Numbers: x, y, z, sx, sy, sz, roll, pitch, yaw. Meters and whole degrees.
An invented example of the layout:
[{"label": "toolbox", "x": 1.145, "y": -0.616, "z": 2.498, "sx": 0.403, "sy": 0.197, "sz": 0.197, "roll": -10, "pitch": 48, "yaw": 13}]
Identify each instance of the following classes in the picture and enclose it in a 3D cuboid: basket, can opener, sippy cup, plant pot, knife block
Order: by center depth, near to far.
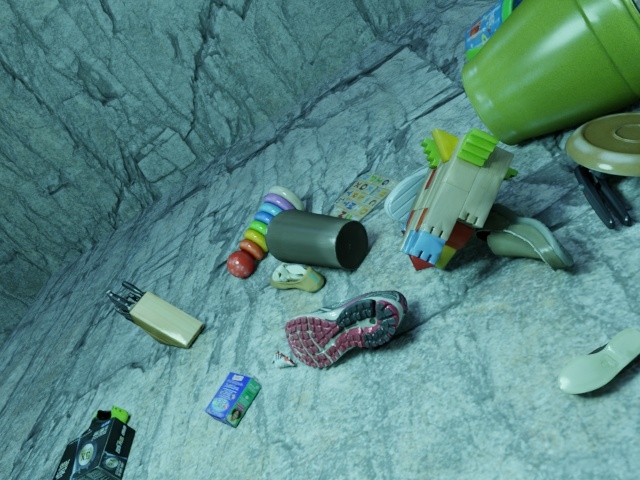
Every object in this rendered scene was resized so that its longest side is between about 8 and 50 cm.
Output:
[{"label": "plant pot", "x": 0.588, "y": -0.189, "z": 0.903, "sx": 0.236, "sy": 0.033, "sz": 0.236, "roll": -9, "pitch": 34, "yaw": 6}, {"label": "can opener", "x": 0.521, "y": -0.089, "z": 0.905, "sx": 0.059, "sy": 0.073, "sz": 0.186, "roll": -15, "pitch": 44, "yaw": 24}, {"label": "plant pot", "x": 0.531, "y": -0.406, "z": 1.098, "sx": 0.352, "sy": 0.366, "sz": 0.367, "roll": -30, "pitch": 27, "yaw": 40}, {"label": "basket", "x": 0.000, "y": 0.000, "z": 1.286, "sx": 0.226, "sy": 0.204, "sz": 0.155, "roll": 8, "pitch": 93, "yaw": 46}, {"label": "sippy cup", "x": 0.580, "y": -0.637, "z": 1.494, "sx": 0.224, "sy": 0.305, "sz": 0.241, "roll": -2, "pitch": 87, "yaw": 63}, {"label": "knife block", "x": -0.523, "y": 0.221, "z": 1.494, "sx": 0.275, "sy": 0.242, "sz": 0.088, "roll": -5, "pitch": 43, "yaw": 47}]

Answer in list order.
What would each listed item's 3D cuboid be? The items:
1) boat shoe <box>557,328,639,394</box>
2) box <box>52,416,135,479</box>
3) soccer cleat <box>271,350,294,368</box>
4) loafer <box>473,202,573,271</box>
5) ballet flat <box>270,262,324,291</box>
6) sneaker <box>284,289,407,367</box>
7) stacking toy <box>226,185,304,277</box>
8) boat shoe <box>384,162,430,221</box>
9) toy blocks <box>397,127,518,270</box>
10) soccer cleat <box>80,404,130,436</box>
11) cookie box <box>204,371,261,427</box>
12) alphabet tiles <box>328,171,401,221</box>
[{"label": "boat shoe", "x": 0.396, "y": 0.176, "z": 0.678, "sx": 0.133, "sy": 0.042, "sz": 0.049, "roll": -37, "pitch": 48, "yaw": 4}, {"label": "box", "x": -0.580, "y": 0.562, "z": 1.231, "sx": 0.180, "sy": 0.078, "sz": 0.147, "roll": -31, "pitch": 29, "yaw": 14}, {"label": "soccer cleat", "x": -0.087, "y": 0.281, "z": 1.114, "sx": 0.083, "sy": 0.029, "sz": 0.036, "roll": 6, "pitch": 60, "yaw": 57}, {"label": "loafer", "x": 0.374, "y": 0.006, "z": 0.915, "sx": 0.087, "sy": 0.094, "sz": 0.251, "roll": -45, "pitch": 17, "yaw": 7}, {"label": "ballet flat", "x": -0.080, "y": 0.092, "z": 1.335, "sx": 0.232, "sy": 0.073, "sz": 0.080, "roll": -2, "pitch": 47, "yaw": 50}, {"label": "sneaker", "x": 0.050, "y": 0.185, "z": 1.023, "sx": 0.299, "sy": 0.121, "sz": 0.112, "roll": -20, "pitch": 4, "yaw": 33}, {"label": "stacking toy", "x": -0.193, "y": -0.018, "z": 1.597, "sx": 0.141, "sy": 0.141, "sz": 0.331, "roll": 7, "pitch": 58, "yaw": 54}, {"label": "boat shoe", "x": 0.287, "y": -0.146, "z": 1.243, "sx": 0.302, "sy": 0.109, "sz": 0.094, "roll": -33, "pitch": 11, "yaw": -9}, {"label": "toy blocks", "x": 0.254, "y": -0.058, "z": 1.006, "sx": 0.381, "sy": 0.190, "sz": 0.261, "roll": -43, "pitch": -23, "yaw": -87}, {"label": "soccer cleat", "x": -0.617, "y": 0.513, "z": 1.353, "sx": 0.178, "sy": 0.072, "sz": 0.060, "roll": -32, "pitch": 28, "yaw": 13}, {"label": "cookie box", "x": -0.201, "y": 0.363, "z": 1.112, "sx": 0.091, "sy": 0.040, "sz": 0.107, "roll": -4, "pitch": 44, "yaw": 48}, {"label": "alphabet tiles", "x": 0.111, "y": -0.118, "z": 1.490, "sx": 0.237, "sy": 0.009, "sz": 0.198, "roll": -42, "pitch": 28, "yaw": -8}]
